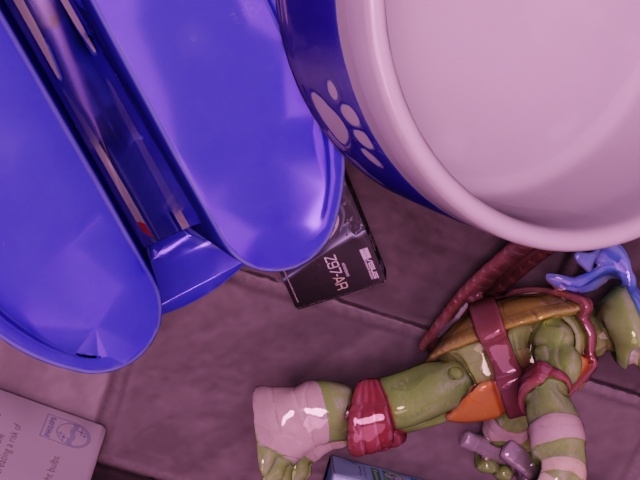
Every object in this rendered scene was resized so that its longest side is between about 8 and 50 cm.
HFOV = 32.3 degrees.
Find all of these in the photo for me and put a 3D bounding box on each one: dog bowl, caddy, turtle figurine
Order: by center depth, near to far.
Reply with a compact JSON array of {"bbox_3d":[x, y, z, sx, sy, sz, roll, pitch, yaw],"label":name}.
[{"bbox_3d":[0.114,-0.134,0.559,0.265,0.104,0.264,-7,106,-26],"label":"dog bowl"},{"bbox_3d":[-0.138,-0.095,0.620,0.241,0.179,0.341,-29,113,-8],"label":"caddy"},{"bbox_3d":[0.105,0.146,0.717,0.266,0.198,0.274,-10,112,8],"label":"turtle figurine"}]

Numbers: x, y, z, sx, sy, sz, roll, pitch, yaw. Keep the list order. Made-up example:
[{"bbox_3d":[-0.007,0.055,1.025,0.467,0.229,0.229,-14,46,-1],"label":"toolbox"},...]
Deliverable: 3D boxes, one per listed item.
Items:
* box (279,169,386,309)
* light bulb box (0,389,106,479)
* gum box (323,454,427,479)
[{"bbox_3d":[0.000,0.000,0.746,0.067,0.018,0.083,-17,115,11],"label":"box"},{"bbox_3d":[-0.395,0.262,0.784,0.361,0.225,0.357,22,116,-9],"label":"light bulb box"},{"bbox_3d":[0.074,0.263,0.842,0.185,0.041,0.156,16,99,-6],"label":"gum box"}]
